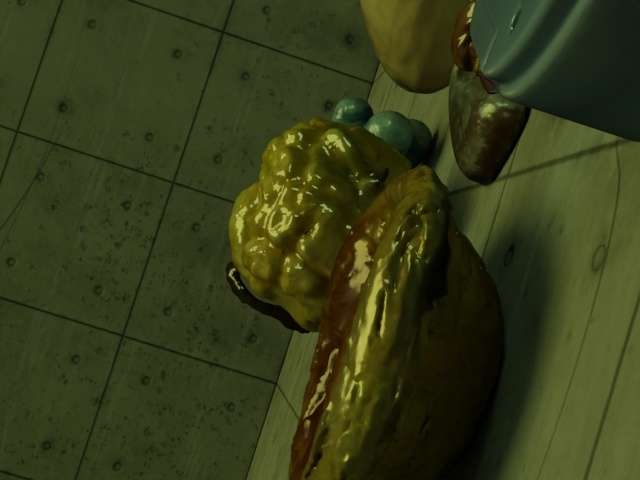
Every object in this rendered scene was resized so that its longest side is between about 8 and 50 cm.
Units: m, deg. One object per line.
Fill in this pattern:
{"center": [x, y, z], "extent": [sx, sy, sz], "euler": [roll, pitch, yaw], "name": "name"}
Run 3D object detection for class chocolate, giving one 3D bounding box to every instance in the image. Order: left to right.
{"center": [0.219, -0.198, 1.418], "extent": [0.254, 0.080, 0.157], "euler": [-77, 8, -45], "name": "chocolate"}

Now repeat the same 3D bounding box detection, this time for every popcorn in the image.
{"center": [0.000, 0.000, 1.561], "extent": [0.382, 0.349, 0.349], "euler": [-30, 32, 34], "name": "popcorn"}

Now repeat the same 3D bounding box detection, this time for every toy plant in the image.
{"center": [0.078, -0.131, 1.908], "extent": [0.332, 0.247, 0.247], "euler": [122, 165, -60], "name": "toy plant"}

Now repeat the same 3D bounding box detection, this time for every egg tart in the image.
{"center": [0.086, 0.140, 1.151], "extent": [0.443, 0.178, 0.443], "euler": [-164, 90, -86], "name": "egg tart"}

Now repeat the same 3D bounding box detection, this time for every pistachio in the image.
{"center": [0.174, -0.396, 1.739], "extent": [0.309, 0.230, 0.230], "euler": [86, -165, -53], "name": "pistachio"}

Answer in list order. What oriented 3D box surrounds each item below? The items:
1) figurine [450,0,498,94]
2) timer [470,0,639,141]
{"center": [0.239, -0.276, 1.189], "extent": [0.189, 0.142, 0.263], "euler": [-8, 62, 58], "name": "figurine"}
{"center": [0.255, -0.249, 0.743], "extent": [0.395, 0.173, 0.395], "euler": [-160, 90, -84], "name": "timer"}
